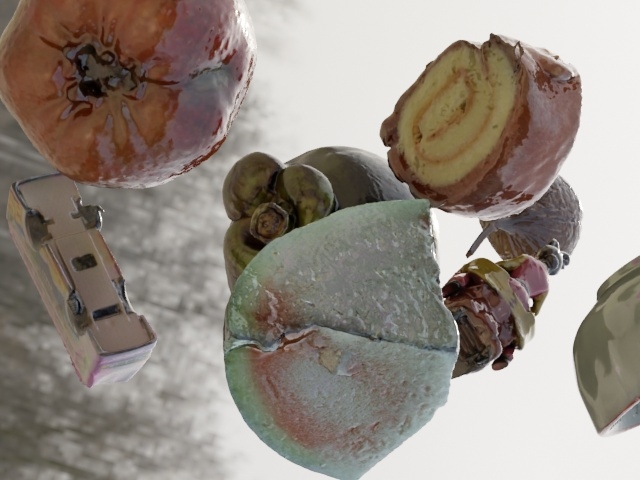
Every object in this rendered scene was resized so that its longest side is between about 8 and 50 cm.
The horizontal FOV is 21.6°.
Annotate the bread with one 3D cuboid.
[{"bbox_3d":[0.199,-0.139,1.967,0.244,0.123,0.190,-49,-126,36],"label":"bread"}]

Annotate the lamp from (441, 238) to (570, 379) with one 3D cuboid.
[{"bbox_3d":[0.200,0.070,1.936,0.253,0.118,0.118,-42,164,-53],"label":"lamp"}]

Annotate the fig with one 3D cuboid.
[{"bbox_3d":[0.249,-0.031,2.178,0.146,0.201,0.134,47,-65,28],"label":"fig"}]

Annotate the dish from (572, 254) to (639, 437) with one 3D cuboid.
[{"bbox_3d":[0.332,0.066,1.501,0.117,0.256,0.256,61,-34,18],"label":"dish"}]

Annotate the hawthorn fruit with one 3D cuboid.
[{"bbox_3d":[-0.141,-0.150,1.358,0.243,0.207,0.207,-49,162,-75],"label":"hawthorn fruit"}]

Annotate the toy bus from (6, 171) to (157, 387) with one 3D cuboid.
[{"bbox_3d":[-0.293,0.049,2.032,0.274,0.090,0.112,60,-33,27],"label":"toy bus"}]

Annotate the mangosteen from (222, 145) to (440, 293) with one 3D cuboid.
[{"bbox_3d":[-0.003,0.006,2.197,0.297,0.313,0.297,-49,-162,22],"label":"mangosteen"}]

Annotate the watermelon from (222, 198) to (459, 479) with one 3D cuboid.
[{"bbox_3d":[0.038,0.127,1.678,0.213,0.320,0.290,15,-66,36],"label":"watermelon"}]
